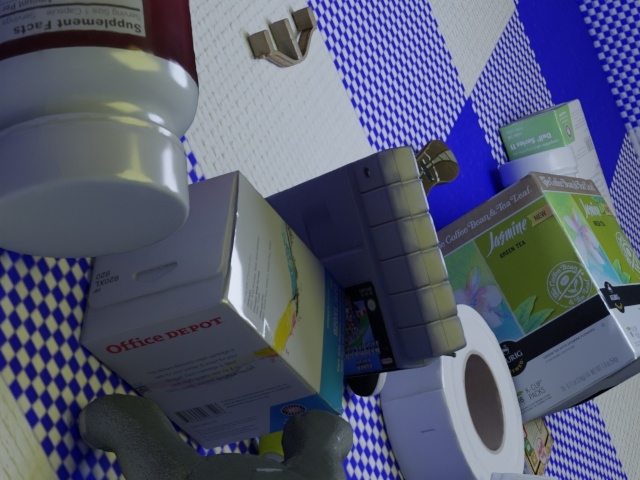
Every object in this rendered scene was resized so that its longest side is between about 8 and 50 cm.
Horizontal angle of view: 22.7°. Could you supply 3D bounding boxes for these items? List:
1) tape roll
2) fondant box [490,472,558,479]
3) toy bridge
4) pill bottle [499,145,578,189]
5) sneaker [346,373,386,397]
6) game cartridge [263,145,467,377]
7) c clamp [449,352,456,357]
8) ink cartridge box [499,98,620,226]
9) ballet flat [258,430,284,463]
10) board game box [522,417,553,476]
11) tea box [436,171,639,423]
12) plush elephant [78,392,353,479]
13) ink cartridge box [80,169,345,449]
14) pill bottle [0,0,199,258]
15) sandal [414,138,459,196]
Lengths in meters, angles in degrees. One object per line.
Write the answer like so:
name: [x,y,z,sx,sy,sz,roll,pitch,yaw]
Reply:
tape roll: [0.187,0.236,2.232,0.286,0.100,0.286,43,39,-49]
fondant box: [0.261,0.509,2.102,0.238,0.096,0.330,-67,154,-54]
toy bridge: [-0.045,-0.266,2.137,0.063,0.026,0.188,70,25,-12]
pill bottle: [0.415,-0.013,2.794,0.160,0.160,0.283,-8,83,-65]
sneaker: [0.017,0.104,2.002,0.121,0.079,0.217,-15,109,-39]
game cartridge: [0.027,0.038,1.777,0.068,0.355,0.230,-10,86,-27]
c clamp: [0.113,0.092,2.156,0.022,0.137,0.161,102,-7,-47]
ink cartridge box: [0.465,-0.073,2.986,0.207,0.119,0.353,-27,99,-66]
ballet flat: [-0.028,0.302,1.774,0.077,0.077,0.231,-23,98,-49]
board game box: [0.306,0.282,2.519,0.193,0.045,0.147,66,25,-16]
tea box: [0.369,0.085,2.487,0.323,0.220,0.329,61,22,12]
plush elephant: [-0.079,0.328,1.469,0.272,0.255,0.330,4,26,-25]
ink cartridge box: [-0.103,0.074,1.630,0.233,0.171,0.168,49,34,-44]
pill bottle: [-0.229,-0.198,1.466,0.224,0.224,0.392,28,51,-58]
sandal: [0.154,-0.102,2.442,0.180,0.049,0.072,-40,107,-48]
